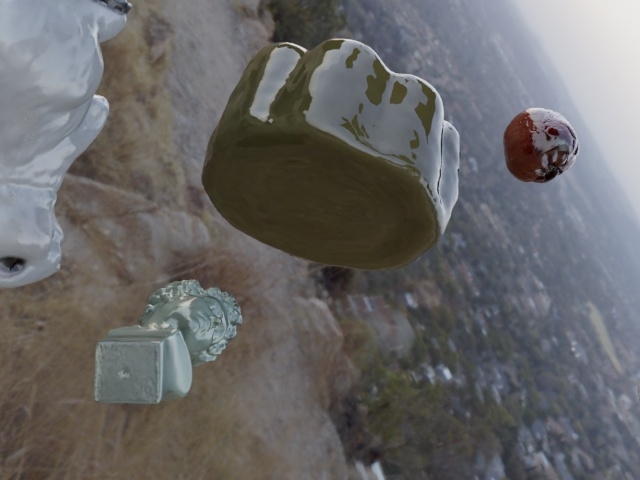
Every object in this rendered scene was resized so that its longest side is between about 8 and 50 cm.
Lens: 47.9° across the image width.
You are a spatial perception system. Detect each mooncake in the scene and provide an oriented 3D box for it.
[{"bbox_3d":[0.021,-0.123,1.066,0.378,0.379,0.200,42,53,-39],"label":"mooncake"}]

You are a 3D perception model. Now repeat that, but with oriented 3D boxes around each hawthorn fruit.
[{"bbox_3d":[0.433,-0.199,1.440,0.148,0.148,0.172,32,37,-52],"label":"hawthorn fruit"}]

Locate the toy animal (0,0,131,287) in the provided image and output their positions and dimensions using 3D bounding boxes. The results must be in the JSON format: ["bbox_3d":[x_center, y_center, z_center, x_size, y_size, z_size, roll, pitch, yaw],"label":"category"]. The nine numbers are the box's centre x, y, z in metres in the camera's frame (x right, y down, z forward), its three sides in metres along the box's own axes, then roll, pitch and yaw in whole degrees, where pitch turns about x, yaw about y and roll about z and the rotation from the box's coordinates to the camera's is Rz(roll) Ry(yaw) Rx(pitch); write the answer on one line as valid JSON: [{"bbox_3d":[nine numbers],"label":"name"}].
[{"bbox_3d":[-0.348,-0.123,0.770,0.194,0.357,0.258,22,7,34],"label":"toy animal"}]

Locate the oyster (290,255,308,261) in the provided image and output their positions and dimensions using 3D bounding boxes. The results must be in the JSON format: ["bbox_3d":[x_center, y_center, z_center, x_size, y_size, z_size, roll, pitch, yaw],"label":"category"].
[{"bbox_3d":[0.002,0.003,1.333,0.108,0.165,0.053,22,62,4],"label":"oyster"}]

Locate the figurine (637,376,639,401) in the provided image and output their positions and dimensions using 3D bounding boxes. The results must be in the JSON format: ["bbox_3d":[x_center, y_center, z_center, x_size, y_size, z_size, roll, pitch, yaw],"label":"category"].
[{"bbox_3d":[0.547,0.169,0.857,0.206,0.315,0.284,46,37,16],"label":"figurine"}]

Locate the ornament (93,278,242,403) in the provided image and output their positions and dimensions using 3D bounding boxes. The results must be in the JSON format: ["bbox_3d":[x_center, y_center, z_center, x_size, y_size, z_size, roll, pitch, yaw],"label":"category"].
[{"bbox_3d":[-0.203,0.135,0.916,0.285,0.130,0.120,-40,136,-70],"label":"ornament"}]
